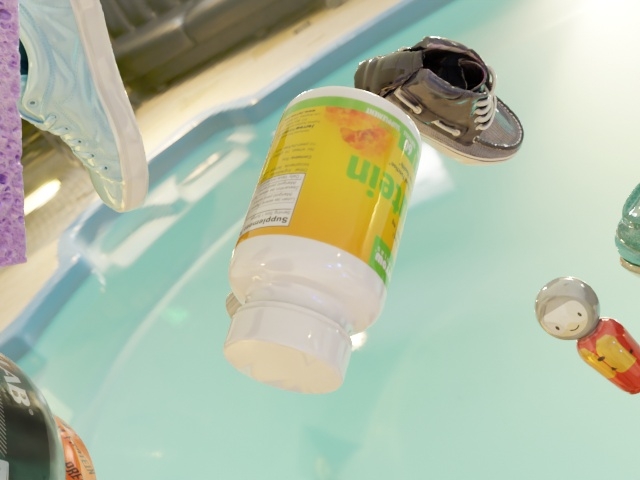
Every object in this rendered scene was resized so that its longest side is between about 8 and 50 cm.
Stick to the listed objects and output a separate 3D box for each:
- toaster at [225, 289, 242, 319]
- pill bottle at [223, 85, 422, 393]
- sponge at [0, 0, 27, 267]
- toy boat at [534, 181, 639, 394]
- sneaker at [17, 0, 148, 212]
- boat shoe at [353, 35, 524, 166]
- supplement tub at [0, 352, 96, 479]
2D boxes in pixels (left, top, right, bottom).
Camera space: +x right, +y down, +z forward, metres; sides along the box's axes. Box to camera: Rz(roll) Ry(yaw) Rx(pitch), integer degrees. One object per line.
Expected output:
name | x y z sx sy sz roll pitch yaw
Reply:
toaster | -0.055 0.084 1.343 0.227 0.129 0.146 -35 -3 -32
pill bottle | 0.000 0.000 0.733 0.136 0.136 0.245 -11 51 40
sponge | -0.269 -0.075 0.597 0.031 0.210 0.117 9 13 37
toy boat | 0.373 0.008 0.912 0.318 0.148 0.267 -48 5 -11
sneaker | -0.328 -0.179 1.048 0.150 0.366 0.135 -27 36 -23
boat shoe | 0.228 -0.206 1.295 0.158 0.341 0.127 -12 70 55
supplement tub | -0.272 0.118 0.414 0.207 0.338 0.207 -9 63 18
